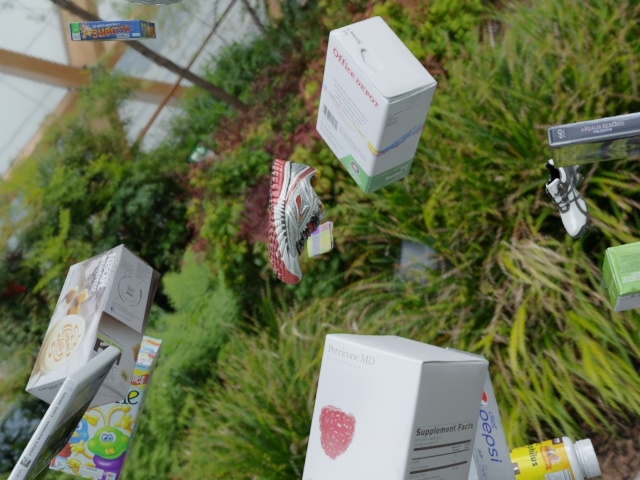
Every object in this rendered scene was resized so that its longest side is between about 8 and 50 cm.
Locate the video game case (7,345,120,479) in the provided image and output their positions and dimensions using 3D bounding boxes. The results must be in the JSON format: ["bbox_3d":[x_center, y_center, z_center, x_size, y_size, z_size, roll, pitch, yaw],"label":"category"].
[{"bbox_3d":[-0.347,0.238,1.021,0.173,0.022,0.190,-59,2,4],"label":"video game case"}]

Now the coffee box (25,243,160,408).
[{"bbox_3d":[-0.370,0.146,1.244,0.141,0.098,0.246,-19,45,29],"label":"coffee box"}]

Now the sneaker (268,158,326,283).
[{"bbox_3d":[-0.036,-0.035,1.196,0.088,0.093,0.225,104,169,-60],"label":"sneaker"}]

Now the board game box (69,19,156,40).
[{"bbox_3d":[-0.416,-0.425,1.525,0.201,0.136,0.035,-104,11,-75],"label":"board game box"}]

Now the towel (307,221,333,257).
[{"bbox_3d":[0.000,0.000,1.485,0.083,0.010,0.060,-24,63,52],"label":"towel"}]

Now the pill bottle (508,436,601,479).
[{"bbox_3d":[0.531,0.527,1.744,0.215,0.117,0.117,-18,24,13],"label":"pill bottle"}]

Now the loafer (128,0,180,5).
[{"bbox_3d":[-0.408,-0.577,1.681,0.319,0.111,0.112,31,93,47],"label":"loafer"}]

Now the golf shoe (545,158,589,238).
[{"bbox_3d":[0.567,-0.100,1.758,0.077,0.094,0.198,143,126,-62],"label":"golf shoe"}]

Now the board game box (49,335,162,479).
[{"bbox_3d":[-0.441,0.336,1.554,0.142,0.145,0.275,-99,26,-77],"label":"board game box"}]

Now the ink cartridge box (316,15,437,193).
[{"bbox_3d":[0.100,-0.260,1.466,0.117,0.201,0.278,-25,-26,-20],"label":"ink cartridge box"}]

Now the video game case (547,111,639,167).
[{"bbox_3d":[0.393,-0.120,0.818,0.196,0.275,0.026,5,-101,-71],"label":"video game case"}]

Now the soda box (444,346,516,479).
[{"bbox_3d":[0.264,0.343,1.347,0.091,0.098,0.286,-45,39,39],"label":"soda box"}]

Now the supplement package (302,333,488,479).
[{"bbox_3d":[0.101,0.294,1.078,0.178,0.175,0.292,9,90,43],"label":"supplement package"}]

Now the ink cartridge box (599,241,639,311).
[{"bbox_3d":[0.653,0.079,1.451,0.255,0.189,0.096,52,-151,-63],"label":"ink cartridge box"}]
